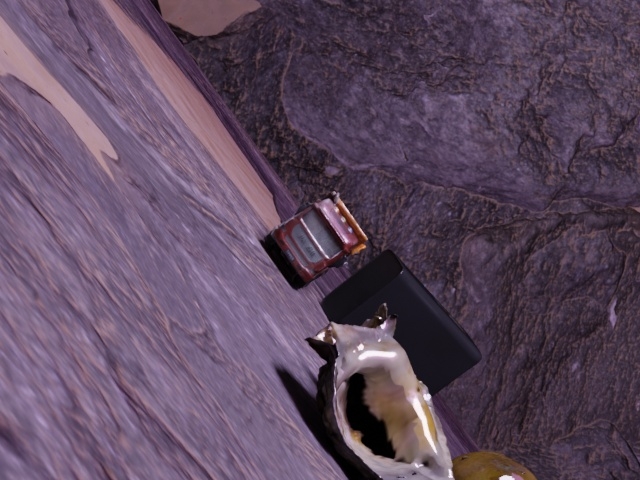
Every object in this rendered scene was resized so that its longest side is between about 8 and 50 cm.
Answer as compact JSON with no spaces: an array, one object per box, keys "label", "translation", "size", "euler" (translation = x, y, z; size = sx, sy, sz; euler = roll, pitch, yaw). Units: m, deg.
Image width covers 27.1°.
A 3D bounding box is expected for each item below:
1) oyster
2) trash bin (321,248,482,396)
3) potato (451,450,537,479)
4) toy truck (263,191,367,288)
[{"label":"oyster","translation":[0.056,0.172,1.359],"size":[0.271,0.100,0.275],"euler":[44,22,-60]},{"label":"trash bin","translation":[0.129,0.147,2.187],"size":[0.225,0.165,0.115],"euler":[49,5,-28]},{"label":"potato","translation":[0.232,0.350,1.815],"size":[0.137,0.137,0.176],"euler":[52,2,-33]},{"label":"toy truck","translation":[0.000,0.000,2.060],"size":[0.114,0.135,0.270],"euler":[55,3,2]}]
